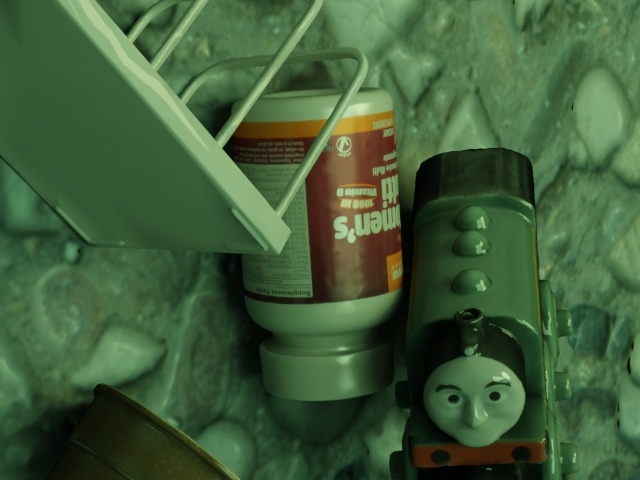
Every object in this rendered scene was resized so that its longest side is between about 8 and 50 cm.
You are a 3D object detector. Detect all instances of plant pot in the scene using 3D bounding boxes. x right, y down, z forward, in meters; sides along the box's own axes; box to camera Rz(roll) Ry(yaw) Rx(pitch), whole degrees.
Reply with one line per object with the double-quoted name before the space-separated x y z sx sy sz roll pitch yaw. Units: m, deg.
"plant pot" -0.134 0.211 0.925 0.165 0.167 0.167 -52 126 -17

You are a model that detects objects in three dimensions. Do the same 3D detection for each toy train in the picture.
"toy train" 0.121 0.070 1.080 0.334 0.142 0.190 -76 159 -58

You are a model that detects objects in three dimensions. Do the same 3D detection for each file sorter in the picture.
"file sorter" -0.127 -0.144 0.868 0.277 0.193 0.173 50 58 -34

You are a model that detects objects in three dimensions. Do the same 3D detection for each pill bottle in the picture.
"pill bottle" 0.000 0.000 1.045 0.121 0.121 0.221 -12 102 -42
